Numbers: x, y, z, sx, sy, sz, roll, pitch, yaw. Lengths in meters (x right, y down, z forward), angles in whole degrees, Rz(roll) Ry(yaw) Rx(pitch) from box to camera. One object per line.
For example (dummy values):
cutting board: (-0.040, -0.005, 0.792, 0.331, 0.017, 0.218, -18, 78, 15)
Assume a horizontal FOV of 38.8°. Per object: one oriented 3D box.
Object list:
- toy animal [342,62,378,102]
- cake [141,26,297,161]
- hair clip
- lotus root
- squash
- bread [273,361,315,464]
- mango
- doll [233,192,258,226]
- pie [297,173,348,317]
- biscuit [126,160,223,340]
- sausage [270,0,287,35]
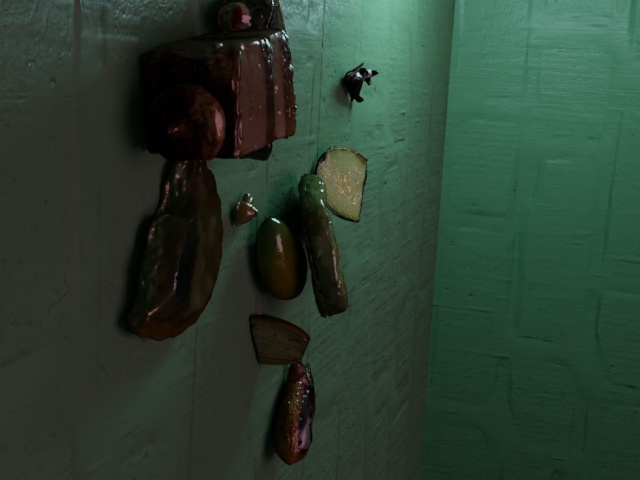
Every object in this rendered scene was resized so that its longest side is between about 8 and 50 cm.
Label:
toy animal: (0.095, -0.430, 2.458, 0.105, 0.070, 0.202, -66, 167, 7)
cake: (-0.182, -0.242, 1.506, 0.293, 0.196, 0.198, -35, 127, -60)
hair clip: (-0.154, -0.306, 1.689, 0.091, 0.138, 0.321, -11, 107, -40)
lotus root: (-0.088, 0.220, 2.067, 0.159, 0.135, 0.095, 97, 12, -46)
squash: (0.028, -0.152, 2.368, 0.184, 0.085, 0.191, 21, 71, -41)
bread: (-0.064, 0.423, 2.249, 0.139, 0.095, 0.268, 65, 22, -61)
mango: (-0.091, 0.048, 2.026, 0.237, 0.091, 0.137, 57, 39, -57)
doll: (-0.158, -0.066, 1.885, 0.093, 0.051, 0.061, -119, -153, -70)
pie: (0.000, 0.000, 2.121, 0.371, 0.078, 0.296, -102, -177, -52)
biscuit: (-0.240, 0.011, 1.592, 0.329, 0.078, 0.334, -39, 135, -70)
sausage: (-0.094, -0.467, 1.927, 0.269, 0.033, 0.032, 78, 26, -44)
